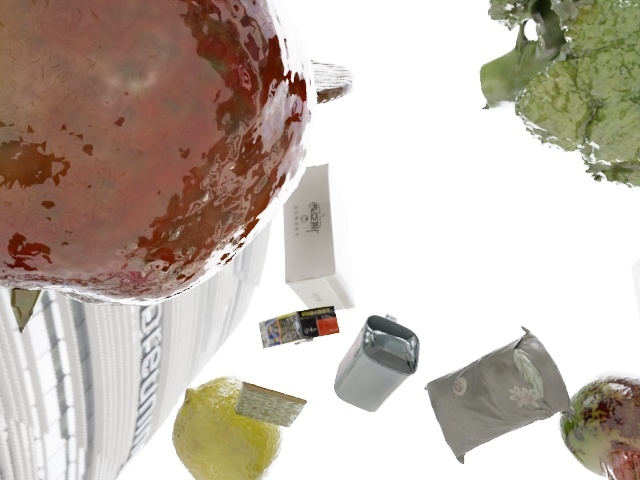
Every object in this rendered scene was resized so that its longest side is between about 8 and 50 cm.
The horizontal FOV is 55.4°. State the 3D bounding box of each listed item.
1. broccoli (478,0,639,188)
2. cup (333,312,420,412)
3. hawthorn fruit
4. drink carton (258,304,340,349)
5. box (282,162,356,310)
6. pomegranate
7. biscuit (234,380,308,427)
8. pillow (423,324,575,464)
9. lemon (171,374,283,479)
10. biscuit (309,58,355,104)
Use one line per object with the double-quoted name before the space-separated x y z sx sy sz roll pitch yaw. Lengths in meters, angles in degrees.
"broccoli" 0.257 -0.188 0.666 0.302 0.186 0.254 23 -28 38
"cup" 0.088 0.182 0.960 0.095 0.128 0.129 24 -50 -6
"hawthorn fruit" -0.206 -0.105 0.562 0.403 0.403 0.403 10 -60 18
"drink carton" -0.039 0.146 1.004 0.165 0.071 0.056 -26 -106 61
"box" -0.003 0.000 1.362 0.116 0.274 0.203 -9 -27 11
"pomegranate" 0.538 0.357 1.088 0.214 0.248 0.214 8 -56 12
"biscuit" -0.110 0.346 1.269 0.139 0.016 0.231 17 -30 -4
"pillow" 0.286 0.264 1.025 0.255 0.059 0.169 -41 -122 33
"lemon" -0.226 0.488 1.532 0.268 0.268 0.322 -24 -65 31
"biscuit" -0.090 -0.309 1.186 0.318 0.318 0.040 11 -60 17
